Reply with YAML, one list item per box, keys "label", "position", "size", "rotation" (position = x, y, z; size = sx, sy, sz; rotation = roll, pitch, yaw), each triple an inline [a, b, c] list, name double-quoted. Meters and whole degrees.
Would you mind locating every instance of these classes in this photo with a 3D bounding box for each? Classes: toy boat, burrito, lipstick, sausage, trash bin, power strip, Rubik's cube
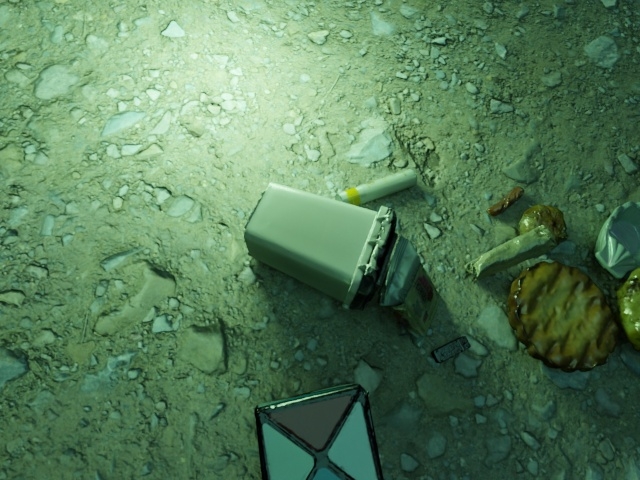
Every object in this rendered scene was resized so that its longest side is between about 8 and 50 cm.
- label: "toy boat"
  position: [0.979, 0.003, 1.333]
  size: [0.290, 0.100, 0.199]
  rotation: [-37, 79, -19]
- label: "burrito"
  position: [0.569, 0.046, 1.251]
  size: [0.275, 0.059, 0.082]
  rotation: [-26, 74, 1]
- label: "lipstick"
  position: [0.175, -0.159, 1.287]
  size: [0.263, 0.059, 0.059]
  rotation: [-19, 75, -15]
- label: "sausage"
  position: [0.606, -0.126, 1.356]
  size: [0.158, 0.042, 0.036]
  rotation: [-34, 123, -17]
- label: "trash bin"
  position: [0.000, 0.000, 1.092]
  size: [0.367, 0.296, 0.256]
  rotation: [22, 70, 6]
- label: "power strip"
  position: [0.367, 0.307, 1.168]
  size: [0.111, 0.029, 0.038]
  rotation: [-21, 76, -13]
- label: "Rubik's cube"
  position: [-0.013, 0.473, 0.934]
  size: [0.249, 0.246, 0.248]
  rotation: [-9, 73, -12]

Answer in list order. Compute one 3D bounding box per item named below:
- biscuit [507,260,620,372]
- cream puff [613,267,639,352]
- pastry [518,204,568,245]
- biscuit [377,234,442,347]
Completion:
- label: "biscuit"
  position: [0.692, 0.223, 1.210]
  size: [0.325, 0.107, 0.326]
  rotation: [4, 68, -10]
- label: "cream puff"
  position: [1.048, 0.231, 1.202]
  size: [0.324, 0.257, 0.291]
  rotation: [-29, 40, 19]
- label: "pastry"
  position: [0.706, -0.042, 1.317]
  size: [0.153, 0.081, 0.153]
  rotation: [-1, 75, 4]
- label: "biscuit"
  position: [0.238, 0.148, 1.099]
  size: [0.079, 0.309, 0.186]
  rotation: [10, 62, 36]
